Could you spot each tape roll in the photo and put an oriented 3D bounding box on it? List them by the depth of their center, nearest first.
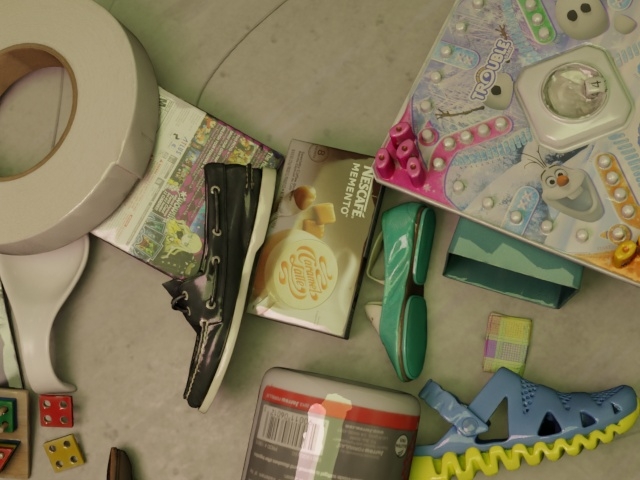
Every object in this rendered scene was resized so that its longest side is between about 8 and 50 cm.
[{"bbox_3d":[-0.414,-0.170,1.320,0.392,0.072,0.391,-6,73,18],"label":"tape roll"}]

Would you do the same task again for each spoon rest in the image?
[{"bbox_3d":[-0.391,0.080,1.322,0.137,0.084,0.276,-6,82,5],"label":"spoon rest"}]

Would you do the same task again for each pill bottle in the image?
[{"bbox_3d":[-0.006,0.355,1.175,0.210,0.210,0.362,11,84,8],"label":"pill bottle"}]

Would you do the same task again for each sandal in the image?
[{"bbox_3d":[0.253,0.227,1.213,0.318,0.126,0.138,-13,77,3],"label":"sandal"}]

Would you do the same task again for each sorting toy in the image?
[{"bbox_3d":[-0.469,0.274,1.299,0.275,0.046,0.132,4,101,4],"label":"sorting toy"}]

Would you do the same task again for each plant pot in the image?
[{"bbox_3d":[0.277,-0.053,1.233,0.166,0.165,0.234,17,78,8],"label":"plant pot"}]

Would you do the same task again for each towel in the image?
[{"bbox_3d":[0.256,0.142,1.278,0.060,0.009,0.083,8,83,7],"label":"towel"}]

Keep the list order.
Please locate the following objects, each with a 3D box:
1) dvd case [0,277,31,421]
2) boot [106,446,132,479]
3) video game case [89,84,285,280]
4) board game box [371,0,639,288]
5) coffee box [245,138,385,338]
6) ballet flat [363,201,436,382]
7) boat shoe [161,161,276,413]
[{"bbox_3d":[-0.521,0.177,1.355,0.165,0.018,0.221,-15,80,4],"label":"dvd case"},{"bbox_3d":[-0.236,0.389,1.278,0.106,0.082,0.219,-5,76,-16],"label":"boot"},{"bbox_3d":[-0.196,-0.069,1.322,0.210,0.042,0.232,28,86,-3],"label":"video game case"},{"bbox_3d":[0.311,-0.183,1.143,0.390,0.050,0.389,24,80,19],"label":"board game box"},{"bbox_3d":[0.000,0.000,1.281,0.141,0.098,0.246,14,84,8],"label":"coffee box"},{"bbox_3d":[0.105,0.069,1.280,0.087,0.083,0.247,1,81,31],"label":"ballet flat"},{"bbox_3d":[-0.151,0.054,1.239,0.113,0.127,0.339,15,87,-11],"label":"boat shoe"}]
